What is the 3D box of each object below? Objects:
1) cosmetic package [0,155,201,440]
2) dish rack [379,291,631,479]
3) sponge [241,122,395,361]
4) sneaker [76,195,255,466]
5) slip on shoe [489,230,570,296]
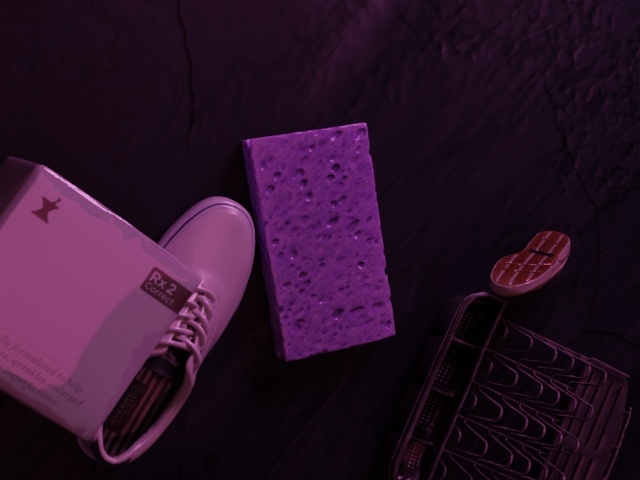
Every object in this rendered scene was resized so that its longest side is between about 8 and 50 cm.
[{"bbox_3d":[-0.216,0.038,0.897,0.151,0.183,0.151,37,82,-21],"label":"cosmetic package"},{"bbox_3d":[0.201,0.185,1.143,0.271,0.074,0.208,25,87,-23],"label":"dish rack"},{"bbox_3d":[0.000,0.000,1.063,0.117,0.031,0.210,-12,100,-20],"label":"sponge"},{"bbox_3d":[-0.124,0.083,0.989,0.094,0.091,0.258,27,86,-22],"label":"sneaker"},{"bbox_3d":[0.206,0.032,1.120,0.135,0.051,0.041,-36,136,-52],"label":"slip on shoe"}]
